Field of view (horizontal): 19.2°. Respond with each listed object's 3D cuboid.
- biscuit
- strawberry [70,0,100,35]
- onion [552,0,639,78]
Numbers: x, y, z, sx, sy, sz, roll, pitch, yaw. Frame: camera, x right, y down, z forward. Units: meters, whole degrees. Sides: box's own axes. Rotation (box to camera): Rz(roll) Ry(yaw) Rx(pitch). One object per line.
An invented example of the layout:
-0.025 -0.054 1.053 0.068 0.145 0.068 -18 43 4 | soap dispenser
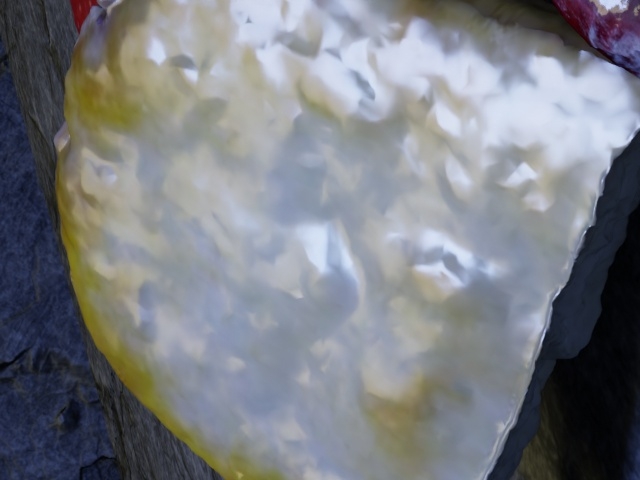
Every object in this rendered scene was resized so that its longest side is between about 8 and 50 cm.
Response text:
0.001 0.000 1.259 0.446 0.104 0.429 26 124 28 | biscuit
-0.058 -0.204 1.426 0.261 0.261 0.257 105 153 -58 | strawberry
0.160 -0.164 1.014 0.151 0.098 0.206 107 145 -57 | onion
